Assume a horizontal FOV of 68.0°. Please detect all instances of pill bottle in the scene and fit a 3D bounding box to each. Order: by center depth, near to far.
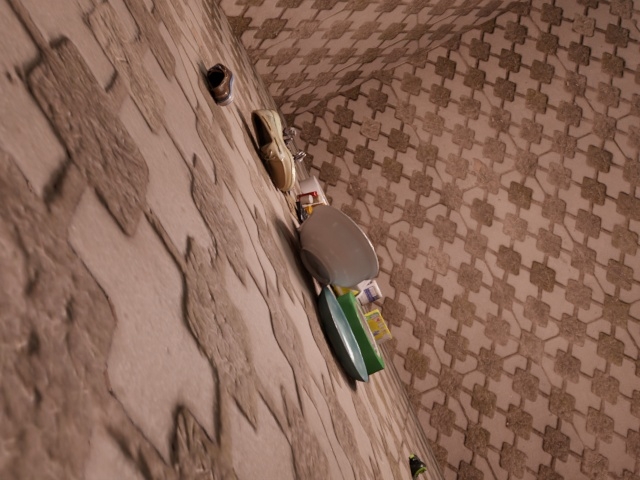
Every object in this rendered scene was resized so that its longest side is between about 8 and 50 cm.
[{"bbox_3d":[0.090,0.148,1.989,0.119,0.119,0.209,-105,169,-63],"label":"pill bottle"},{"bbox_3d":[0.211,0.271,2.342,0.094,0.169,0.094,-24,90,-84],"label":"pill bottle"}]

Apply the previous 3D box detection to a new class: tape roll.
[{"bbox_3d":[0.150,0.360,1.843,0.321,0.077,0.321,-25,90,-84],"label":"tape roll"},{"bbox_3d":[-0.020,-0.228,2.762,0.286,0.100,0.286,-25,90,-84],"label":"tape roll"}]

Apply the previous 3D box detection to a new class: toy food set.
[{"bbox_3d":[-0.063,-0.169,2.249,0.232,0.104,0.111,-35,115,-67],"label":"toy food set"}]

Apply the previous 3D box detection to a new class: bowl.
[{"bbox_3d":[0.029,0.044,1.489,0.298,0.134,0.298,40,-26,25],"label":"bowl"}]

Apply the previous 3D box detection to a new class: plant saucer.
[{"bbox_3d":[0.062,0.292,1.467,0.317,0.043,0.318,-24,90,-85],"label":"plant saucer"}]

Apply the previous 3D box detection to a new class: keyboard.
[{"bbox_3d":[-0.034,-0.038,2.028,0.202,0.033,0.317,-108,174,-53],"label":"keyboard"}]

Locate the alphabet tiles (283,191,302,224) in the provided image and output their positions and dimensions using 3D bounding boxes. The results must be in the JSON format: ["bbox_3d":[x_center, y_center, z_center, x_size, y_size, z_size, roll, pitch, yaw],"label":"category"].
[{"bbox_3d":[-0.117,-0.154,1.937,0.237,0.009,0.198,53,13,-68],"label":"alphabet tiles"}]

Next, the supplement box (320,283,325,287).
[{"bbox_3d":[0.009,0.122,1.706,0.083,0.043,0.055,64,4,2],"label":"supplement box"}]

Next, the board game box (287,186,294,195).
[{"bbox_3d":[-0.129,-0.249,1.824,0.169,0.033,0.133,100,-34,-76],"label":"board game box"}]

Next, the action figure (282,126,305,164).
[{"bbox_3d":[-0.146,-0.402,2.087,0.164,0.140,0.276,60,10,-32],"label":"action figure"}]

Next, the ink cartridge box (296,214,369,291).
[{"bbox_3d":[0.059,0.039,1.741,0.198,0.115,0.273,12,-41,47],"label":"ink cartridge box"}]

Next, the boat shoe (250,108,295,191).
[{"bbox_3d":[-0.176,-0.318,1.689,0.098,0.109,0.302,-18,95,-49],"label":"boat shoe"}]

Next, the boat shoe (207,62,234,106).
[{"bbox_3d":[-0.286,-0.461,1.349,0.066,0.066,0.183,57,10,-50],"label":"boat shoe"}]

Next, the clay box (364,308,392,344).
[{"bbox_3d":[0.252,0.421,2.301,0.053,0.127,0.222,-109,173,-53],"label":"clay box"}]

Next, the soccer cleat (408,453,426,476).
[{"bbox_3d":[0.369,0.865,1.833,0.072,0.060,0.179,57,-5,24],"label":"soccer cleat"}]
